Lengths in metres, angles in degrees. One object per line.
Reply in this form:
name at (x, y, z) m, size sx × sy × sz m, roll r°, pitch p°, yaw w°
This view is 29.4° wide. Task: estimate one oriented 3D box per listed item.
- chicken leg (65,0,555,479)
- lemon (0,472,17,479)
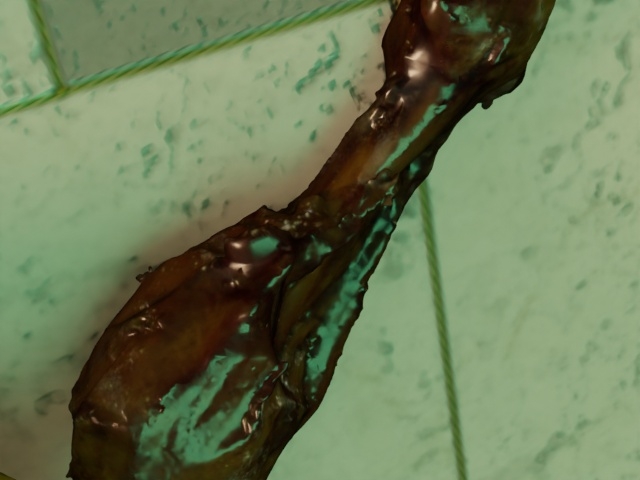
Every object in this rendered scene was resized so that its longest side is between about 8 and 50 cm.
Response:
chicken leg at (0.000, 0.000, 0.530) m, size 0.304 × 0.093 × 0.113 m, roll -53°, pitch 141°, yaw 2°
lemon at (-0.183, 0.191, 0.482) m, size 0.260 × 0.204 × 0.204 m, roll -32°, pitch 124°, yaw 5°
